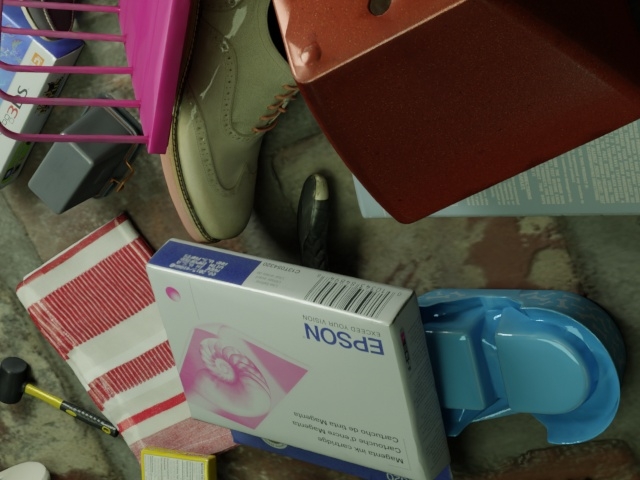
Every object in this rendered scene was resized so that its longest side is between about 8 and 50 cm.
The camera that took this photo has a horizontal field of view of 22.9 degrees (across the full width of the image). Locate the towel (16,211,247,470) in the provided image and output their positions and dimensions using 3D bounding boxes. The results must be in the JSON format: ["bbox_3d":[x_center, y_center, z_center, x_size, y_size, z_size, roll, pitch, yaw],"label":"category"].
[{"bbox_3d":[-0.231,0.146,2.020,0.237,0.037,0.329,-30,98,38],"label":"towel"}]

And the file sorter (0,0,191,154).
[{"bbox_3d":[-0.250,-0.254,1.610,0.182,0.291,0.202,1,127,-16],"label":"file sorter"}]

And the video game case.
[{"bbox_3d":[-0.444,-0.229,1.923,0.269,0.061,0.244,40,128,6],"label":"video game case"}]

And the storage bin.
[{"bbox_3d":[-0.281,-0.091,1.881,0.098,0.091,0.135,44,131,3],"label":"storage bin"}]

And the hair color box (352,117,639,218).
[{"bbox_3d":[0.230,-0.107,1.497,0.374,0.185,0.114,0,115,31],"label":"hair color box"}]

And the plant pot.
[{"bbox_3d":[0.091,-0.205,1.341,0.267,0.235,0.267,-25,65,24],"label":"plant pot"}]

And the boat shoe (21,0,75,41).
[{"bbox_3d":[-0.298,-0.320,1.773,0.065,0.075,0.206,11,116,30],"label":"boat shoe"}]

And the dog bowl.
[{"bbox_3d":[0.196,0.129,1.725,0.297,0.074,0.166,-1,116,31],"label":"dog bowl"}]

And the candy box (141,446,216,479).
[{"bbox_3d":[-0.180,0.372,2.037,0.105,0.027,0.206,4,100,26],"label":"candy box"}]

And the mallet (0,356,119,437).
[{"bbox_3d":[-0.355,0.213,2.139,0.189,0.039,0.062,17,122,17],"label":"mallet"}]

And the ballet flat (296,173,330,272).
[{"bbox_3d":[0.000,0.000,1.798,0.049,0.057,0.173,-6,121,-11],"label":"ballet flat"}]

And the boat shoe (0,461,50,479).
[{"bbox_3d":[-0.438,0.368,2.257,0.184,0.066,0.063,-24,116,36],"label":"boat shoe"}]

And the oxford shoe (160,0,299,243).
[{"bbox_3d":[-0.081,-0.161,1.692,0.146,0.140,0.397,14,124,17],"label":"oxford shoe"}]

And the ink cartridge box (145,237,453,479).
[{"bbox_3d":[-0.019,0.167,1.786,0.324,0.071,0.330,11,131,31],"label":"ink cartridge box"}]
